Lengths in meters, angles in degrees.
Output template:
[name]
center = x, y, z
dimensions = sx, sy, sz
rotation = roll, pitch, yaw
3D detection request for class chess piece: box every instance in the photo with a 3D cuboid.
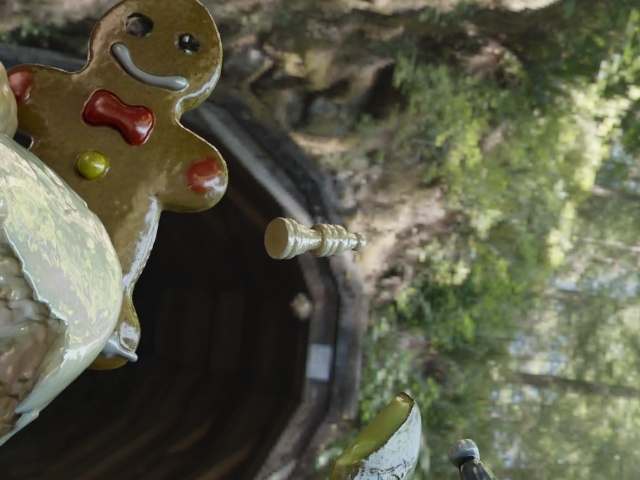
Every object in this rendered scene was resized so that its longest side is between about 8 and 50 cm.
[chess piece]
center = 0.000, 0.000, 0.975
dimensions = 0.035, 0.092, 0.035
rotation = -5, -96, 52

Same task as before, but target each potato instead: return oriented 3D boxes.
[potato]
center = 0.066, 0.260, 1.263
dimensions = 0.054, 0.119, 0.198
rotation = 10, -128, 40

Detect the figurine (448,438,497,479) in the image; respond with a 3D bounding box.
[figurine]
center = 0.211, 0.376, 1.383
dimensions = 0.265, 0.140, 0.193
rotation = -89, -177, -46

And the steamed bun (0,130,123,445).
[steamed bun]
center = -0.210, 0.040, 0.537
dimensions = 0.225, 0.200, 0.170
rotation = -32, -120, 24

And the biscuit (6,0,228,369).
[biscuit]
center = -0.243, -0.095, 1.278
dimensions = 0.432, 0.283, 0.064
rotation = -63, -178, -12

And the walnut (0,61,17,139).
[walnut]
center = -0.431, -0.095, 1.039
dimensions = 0.344, 0.306, 0.306
rotation = -36, 139, -74
